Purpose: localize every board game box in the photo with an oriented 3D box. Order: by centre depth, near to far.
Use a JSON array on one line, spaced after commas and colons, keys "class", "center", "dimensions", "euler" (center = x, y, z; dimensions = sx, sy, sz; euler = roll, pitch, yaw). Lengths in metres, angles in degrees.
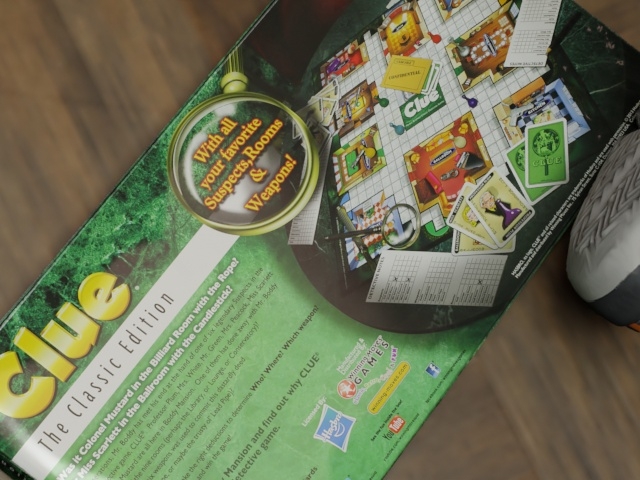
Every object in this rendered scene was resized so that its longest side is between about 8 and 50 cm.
[{"class": "board game box", "center": [0.000, 0.000, 0.677], "dimensions": [0.136, 0.030, 0.260], "euler": [39, 70, 0]}]

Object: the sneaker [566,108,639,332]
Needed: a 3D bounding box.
[{"class": "sneaker", "center": [0.241, -0.046, 0.665], "dimensions": [0.321, 0.124, 0.180], "euler": [-43, 95, -12]}]
